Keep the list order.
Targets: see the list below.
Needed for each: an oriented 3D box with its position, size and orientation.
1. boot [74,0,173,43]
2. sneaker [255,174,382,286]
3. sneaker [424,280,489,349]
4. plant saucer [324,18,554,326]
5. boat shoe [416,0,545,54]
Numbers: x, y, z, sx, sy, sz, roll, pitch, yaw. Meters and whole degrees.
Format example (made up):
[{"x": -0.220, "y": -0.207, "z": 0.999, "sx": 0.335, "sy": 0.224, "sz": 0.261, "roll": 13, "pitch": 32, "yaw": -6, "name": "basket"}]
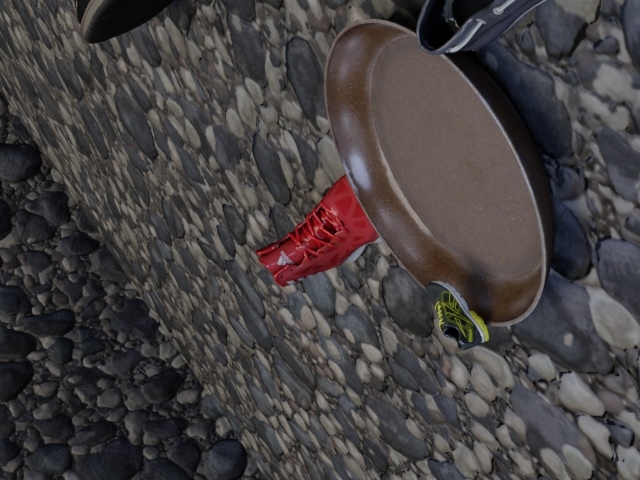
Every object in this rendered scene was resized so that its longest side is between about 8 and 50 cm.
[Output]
[{"x": -0.278, "y": -0.434, "z": 1.204, "sx": 0.284, "sy": 0.138, "sz": 0.377, "roll": 57, "pitch": 155, "yaw": 5, "name": "boot"}, {"x": 0.000, "y": 0.000, "z": 1.148, "sx": 0.087, "sy": 0.128, "sz": 0.221, "roll": 54, "pitch": 159, "yaw": 15, "name": "sneaker"}, {"x": 0.125, "y": 0.071, "z": 0.954, "sx": 0.083, "sy": 0.035, "sz": 0.031, "roll": 45, "pitch": 154, "yaw": 33, "name": "sneaker"}, {"x": 0.112, "y": -0.066, "z": 0.918, "sx": 0.310, "sy": 0.050, "sz": 0.310, "roll": 49, "pitch": 157, "yaw": 30, "name": "plant saucer"}, {"x": 0.125, "y": -0.189, "z": 0.699, "sx": 0.075, "sy": 0.065, "sz": 0.206, "roll": 58, "pitch": 159, "yaw": 7, "name": "boat shoe"}]
